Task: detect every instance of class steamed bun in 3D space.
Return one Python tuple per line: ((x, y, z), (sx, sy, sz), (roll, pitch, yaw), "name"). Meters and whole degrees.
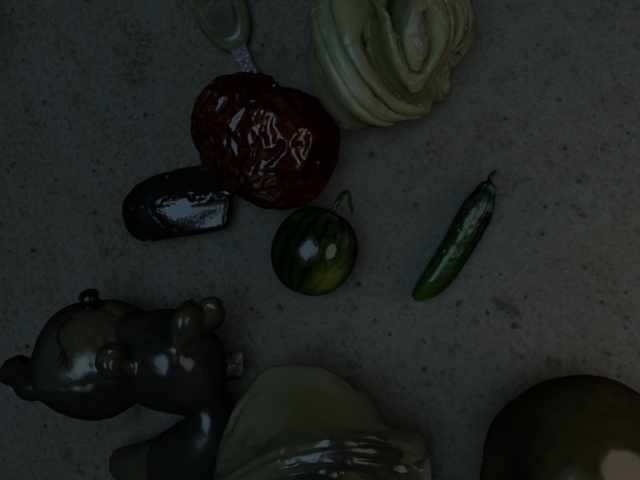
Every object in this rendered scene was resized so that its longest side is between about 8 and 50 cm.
((0.099, -0.328, 1.148), (0.289, 0.203, 0.275), (-26, 83, 11), "steamed bun")
((0.011, 0.380, 1.089), (0.339, 0.247, 0.352), (20, 81, -12), "steamed bun")

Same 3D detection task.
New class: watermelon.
((0.000, 0.000, 1.193), (0.141, 0.141, 0.187), (30, 91, 12), "watermelon")

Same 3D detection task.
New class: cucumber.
((0.228, -0.003, 1.183), (0.056, 0.056, 0.250), (31, 97, 12), "cucumber")

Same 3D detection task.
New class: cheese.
((-0.152, -0.358, 1.290), (0.097, 0.037, 0.192), (-27, 83, 12), "cheese")

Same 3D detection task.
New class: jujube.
((-0.093, -0.160, 1.173), (0.232, 0.213, 0.212), (25, 94, 29), "jujube")

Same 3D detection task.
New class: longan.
((0.362, 0.363, 1.026), (0.289, 0.288, 0.350), (19, 72, 12), "longan")

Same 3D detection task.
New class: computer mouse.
((-0.259, -0.062, 1.284), (0.217, 0.073, 0.121), (-11, 85, 11), "computer mouse")

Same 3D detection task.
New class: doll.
((-0.329, 0.265, 1.204), (0.383, 0.252, 0.378), (-8, 86, 18), "doll")
